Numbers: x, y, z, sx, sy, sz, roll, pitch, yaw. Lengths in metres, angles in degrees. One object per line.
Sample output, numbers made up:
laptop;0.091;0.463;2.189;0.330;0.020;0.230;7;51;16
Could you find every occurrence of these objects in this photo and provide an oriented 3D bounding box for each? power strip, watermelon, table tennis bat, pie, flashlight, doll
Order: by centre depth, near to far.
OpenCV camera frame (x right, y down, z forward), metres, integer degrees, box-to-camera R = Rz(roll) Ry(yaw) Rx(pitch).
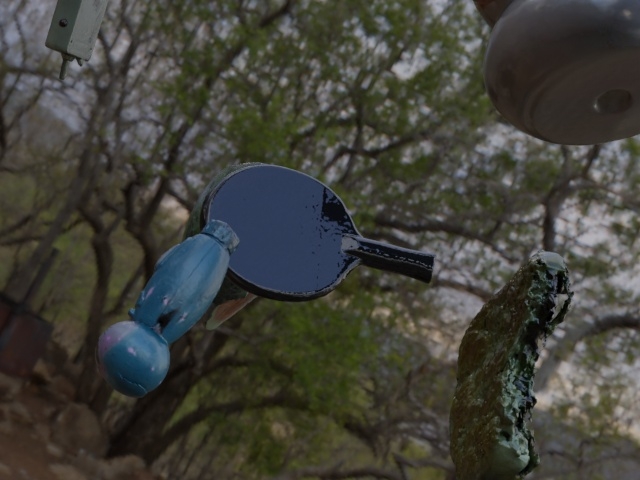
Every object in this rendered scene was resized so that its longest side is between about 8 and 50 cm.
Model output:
flashlight;-0.095;0.043;0.627;0.051;0.129;0.051;29;-26;16
power strip;-0.159;-0.176;0.665;0.019;0.136;0.051;19;6;4
doll;0.244;-0.212;0.918;0.251;0.221;0.221;6;-2;-19
table tennis bat;0.000;0.000;0.935;0.236;0.150;0.027;14;-34;-12
pie;0.268;0.195;1.427;0.078;0.371;0.296;18;-9;-9
watermelon;-0.109;0.001;1.431;0.180;0.224;0.305;5;-27;-22
